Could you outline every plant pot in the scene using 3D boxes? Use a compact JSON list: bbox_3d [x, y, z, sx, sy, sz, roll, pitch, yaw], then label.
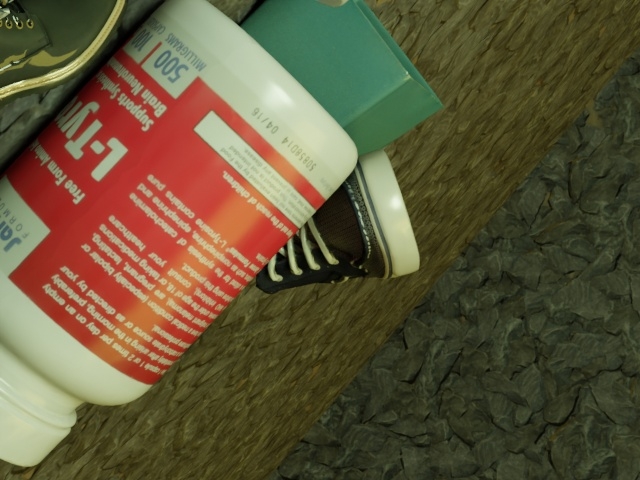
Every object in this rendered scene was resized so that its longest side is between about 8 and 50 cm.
[{"bbox_3d":[-0.026,-0.146,1.327,0.234,0.165,0.165,-37,166,11],"label":"plant pot"}]

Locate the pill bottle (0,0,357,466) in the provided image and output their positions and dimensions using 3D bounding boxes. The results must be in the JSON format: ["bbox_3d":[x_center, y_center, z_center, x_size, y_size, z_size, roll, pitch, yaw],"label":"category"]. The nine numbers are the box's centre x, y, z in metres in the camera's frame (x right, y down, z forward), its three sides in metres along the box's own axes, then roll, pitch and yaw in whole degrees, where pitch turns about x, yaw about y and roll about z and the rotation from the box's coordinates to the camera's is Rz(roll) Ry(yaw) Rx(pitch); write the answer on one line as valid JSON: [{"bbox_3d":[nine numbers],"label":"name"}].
[{"bbox_3d":[-0.179,-0.004,1.138,0.407,0.229,0.229,-47,164,0],"label":"pill bottle"}]

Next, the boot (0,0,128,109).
[{"bbox_3d":[-0.230,-0.166,0.915,0.198,0.077,0.137,-42,158,-20],"label":"boot"}]

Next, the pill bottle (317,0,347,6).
[{"bbox_3d":[0.073,-0.343,1.094,0.283,0.161,0.161,-43,164,-11],"label":"pill bottle"}]

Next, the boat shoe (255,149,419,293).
[{"bbox_3d":[0.000,0.000,1.290,0.158,0.127,0.340,-17,174,-4],"label":"boat shoe"}]

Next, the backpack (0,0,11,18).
[{"bbox_3d":[-0.248,-0.174,0.562,0.263,0.276,0.213,-46,177,9],"label":"backpack"}]
